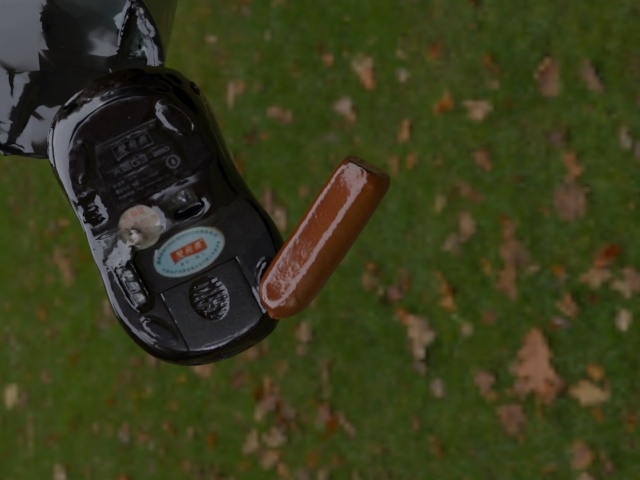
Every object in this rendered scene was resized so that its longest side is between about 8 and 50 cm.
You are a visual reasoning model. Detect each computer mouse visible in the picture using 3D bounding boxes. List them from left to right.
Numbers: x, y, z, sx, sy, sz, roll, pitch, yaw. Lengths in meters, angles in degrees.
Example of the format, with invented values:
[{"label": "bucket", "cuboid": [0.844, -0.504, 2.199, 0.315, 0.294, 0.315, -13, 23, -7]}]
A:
[{"label": "computer mouse", "cuboid": [-0.112, -0.020, 1.186, 0.096, 0.137, 0.233, -137, 25, -73]}]

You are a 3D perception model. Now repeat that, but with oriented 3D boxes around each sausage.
[{"label": "sausage", "cuboid": [0.000, 0.000, 1.129, 0.041, 0.039, 0.131, 37, 100, 18]}]

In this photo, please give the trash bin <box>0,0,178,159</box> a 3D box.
[{"label": "trash bin", "cuboid": [-0.236, -0.231, 1.426, 0.262, 0.277, 0.217, -89, 4, -53]}]
